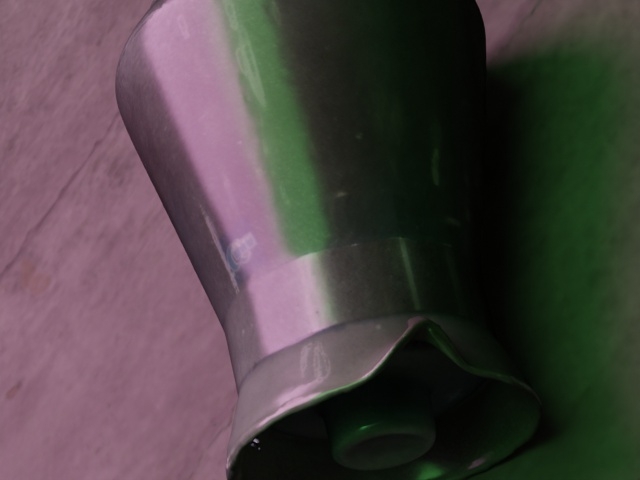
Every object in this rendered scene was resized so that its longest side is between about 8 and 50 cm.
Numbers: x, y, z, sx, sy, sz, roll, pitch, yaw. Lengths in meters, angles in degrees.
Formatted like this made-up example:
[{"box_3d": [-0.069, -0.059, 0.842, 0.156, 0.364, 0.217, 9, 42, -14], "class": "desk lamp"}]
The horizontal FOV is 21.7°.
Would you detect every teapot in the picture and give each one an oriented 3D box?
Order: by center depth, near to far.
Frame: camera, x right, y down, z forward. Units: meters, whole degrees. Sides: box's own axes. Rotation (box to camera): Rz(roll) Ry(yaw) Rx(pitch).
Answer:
[{"box_3d": [0.000, 0.000, 0.734, 0.203, 0.171, 0.225, 124, 142, -51], "class": "teapot"}]
